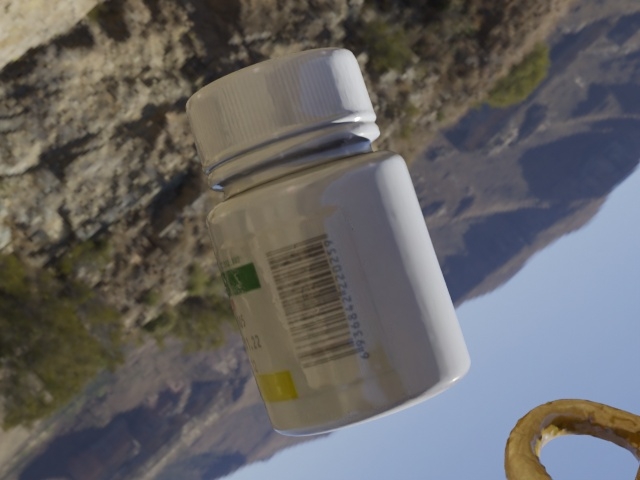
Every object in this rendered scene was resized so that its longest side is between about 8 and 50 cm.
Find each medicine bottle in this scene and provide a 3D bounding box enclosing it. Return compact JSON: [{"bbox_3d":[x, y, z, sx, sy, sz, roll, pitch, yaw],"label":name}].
[{"bbox_3d":[0.000,0.000,0.935,0.208,0.339,0.208,-18,179,0],"label":"medicine bottle"}]

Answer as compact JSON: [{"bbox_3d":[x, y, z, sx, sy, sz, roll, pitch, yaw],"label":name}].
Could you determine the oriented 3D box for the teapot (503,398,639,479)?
[{"bbox_3d":[0.233,0.166,0.459,0.167,0.311,0.203,-42,148,-47],"label":"teapot"}]
